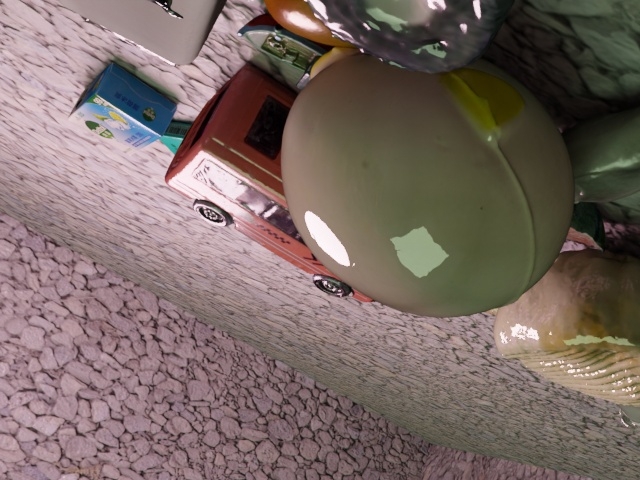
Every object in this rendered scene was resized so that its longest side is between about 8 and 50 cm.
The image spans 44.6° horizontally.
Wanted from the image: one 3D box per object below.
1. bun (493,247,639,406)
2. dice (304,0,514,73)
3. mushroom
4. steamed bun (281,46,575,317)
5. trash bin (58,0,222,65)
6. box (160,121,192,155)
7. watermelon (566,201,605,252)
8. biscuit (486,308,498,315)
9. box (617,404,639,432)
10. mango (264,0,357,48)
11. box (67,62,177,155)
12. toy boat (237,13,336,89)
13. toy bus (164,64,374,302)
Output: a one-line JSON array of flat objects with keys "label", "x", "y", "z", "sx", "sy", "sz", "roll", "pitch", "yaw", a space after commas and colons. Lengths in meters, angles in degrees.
[{"label": "bun", "x": 0.475, "y": 0.130, "z": 1.243, "sx": 0.365, "sy": 0.219, "sz": 0.365, "roll": 17, "pitch": 163, "yaw": 6}, {"label": "dice", "x": 0.094, "y": -0.269, "z": 0.666, "sx": 0.182, "sy": 0.183, "sz": 0.182, "roll": 25, "pitch": 160, "yaw": 1}, {"label": "mushroom", "x": 0.374, "y": -0.118, "z": 0.895, "sx": 0.109, "sy": 0.097, "sz": 0.351, "roll": 23, "pitch": 158, "yaw": -16}, {"label": "steamed bun", "x": 0.120, "y": -0.075, "z": 0.941, "sx": 0.374, "sy": 0.333, "sz": 0.334, "roll": 27, "pitch": 169, "yaw": 45}, {"label": "trash bin", "x": -0.158, "y": -0.309, "z": 0.716, "sx": 0.256, "sy": 0.295, "sz": 0.368, "roll": 25, "pitch": 167, "yaw": -9}, {"label": "box", "x": -0.184, "y": -0.160, "z": 1.492, "sx": 0.227, "sy": 0.042, "sz": 0.161, "roll": 13, "pitch": 160, "yaw": 30}, {"label": "watermelon", "x": 0.345, "y": -0.045, "z": 1.168, "sx": 0.187, "sy": 0.071, "sz": 0.139, "roll": 25, "pitch": 170, "yaw": -32}, {"label": "biscuit", "x": 0.297, "y": 0.108, "z": 1.639, "sx": 0.219, "sy": 0.055, "sz": 0.061, "roll": 17, "pitch": 177, "yaw": 17}, {"label": "box", "x": 0.685, "y": 0.271, "z": 1.430, "sx": 0.312, "sy": 0.175, "sz": 0.182, "roll": 4, "pitch": 158, "yaw": 44}, {"label": "mango", "x": 0.051, "y": -0.267, "z": 0.826, "sx": 0.254, "sy": 0.113, "sz": 0.138, "roll": 10, "pitch": 150, "yaw": 22}, {"label": "box", "x": -0.369, "y": -0.237, "z": 1.448, "sx": 0.139, "sy": 0.073, "sz": 0.194, "roll": 32, "pitch": 159, "yaw": -25}, {"label": "toy boat", "x": -0.029, "y": -0.248, "z": 1.051, "sx": 0.173, "sy": 0.058, "sz": 0.069, "roll": 28, "pitch": 160, "yaw": -14}, {"label": "toy bus", "x": -0.014, "y": -0.082, "z": 1.271, "sx": 0.427, "sy": 0.203, "sz": 0.233, "roll": 31, "pitch": 155, "yaw": -16}]
